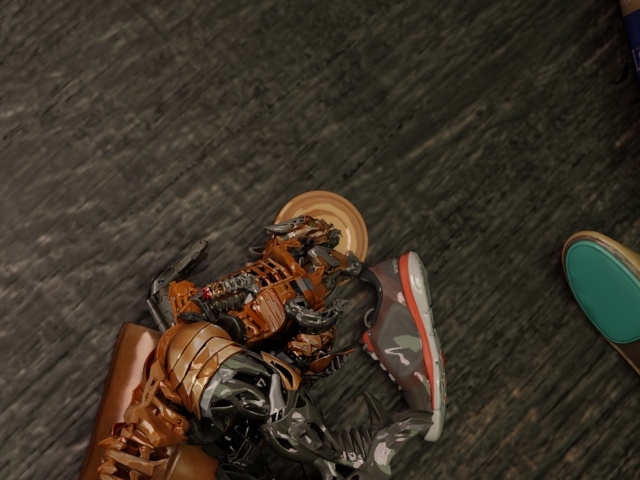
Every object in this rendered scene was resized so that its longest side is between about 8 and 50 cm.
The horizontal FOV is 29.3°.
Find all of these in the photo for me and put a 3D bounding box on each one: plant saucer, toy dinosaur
[{"bbox_3d":[0.000,0.000,1.014,0.083,0.013,0.083,1,86,-16],"label":"plant saucer"},{"bbox_3d":[-0.059,0.120,0.894,0.218,0.164,0.322,41,73,0],"label":"toy dinosaur"}]

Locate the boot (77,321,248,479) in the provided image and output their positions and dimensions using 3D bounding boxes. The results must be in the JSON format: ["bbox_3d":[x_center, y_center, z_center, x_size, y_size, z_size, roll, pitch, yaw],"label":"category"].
[{"bbox_3d":[-0.085,0.234,0.955,0.264,0.096,0.280,25,67,-12],"label":"boot"}]

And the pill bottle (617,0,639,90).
[{"bbox_3d":[0.339,-0.198,1.058,0.153,0.153,0.264,-14,89,-17],"label":"pill bottle"}]

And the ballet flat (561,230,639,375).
[{"bbox_3d":[0.294,0.076,1.076,0.232,0.080,0.073,54,46,-9],"label":"ballet flat"}]

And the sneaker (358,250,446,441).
[{"bbox_3d":[0.066,0.090,1.015,0.065,0.061,0.158,-10,88,10],"label":"sneaker"}]
